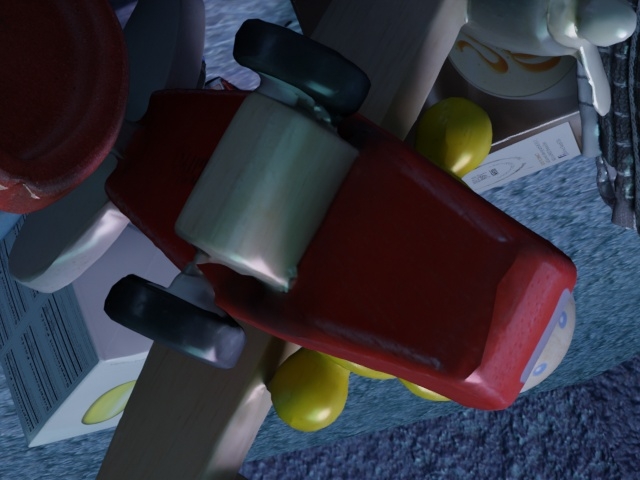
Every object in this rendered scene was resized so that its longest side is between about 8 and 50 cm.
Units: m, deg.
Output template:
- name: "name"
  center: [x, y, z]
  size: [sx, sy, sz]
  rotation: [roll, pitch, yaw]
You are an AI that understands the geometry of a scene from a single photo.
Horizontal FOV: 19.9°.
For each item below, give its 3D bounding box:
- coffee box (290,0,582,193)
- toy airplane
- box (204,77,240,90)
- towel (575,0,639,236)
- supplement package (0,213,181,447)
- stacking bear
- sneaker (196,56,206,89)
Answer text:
- name: "coffee box"
  center: [0.124, -0.121, 1.134]
  size: [0.246, 0.141, 0.098]
  rotation: [-22, 166, 5]
- name: "toy airplane"
  center: [0.000, 0.000, 0.926]
  size: [0.272, 0.384, 0.386]
  rotation: [26, 133, -23]
- name: "box"
  center: [-0.034, -0.038, 1.234]
  size: [0.027, 0.137, 0.094]
  rotation: [-30, 165, 12]
- name: "towel"
  center: [0.252, -0.145, 0.976]
  size: [0.235, 0.284, 0.121]
  rotation: [-18, -149, -16]
- name: "supplement package"
  center: [-0.129, 0.038, 1.363]
  size: [0.194, 0.149, 0.203]
  rotation: [-13, 163, -28]
- name: "stacking bear"
  center: [-0.234, -0.025, 0.873]
  size: [0.289, 0.175, 0.164]
  rotation: [-42, -178, 33]
- name: "sneaker"
  center: [-0.099, -0.065, 1.162]
  size: [0.067, 0.078, 0.188]
  rotation: [-17, 165, -13]
